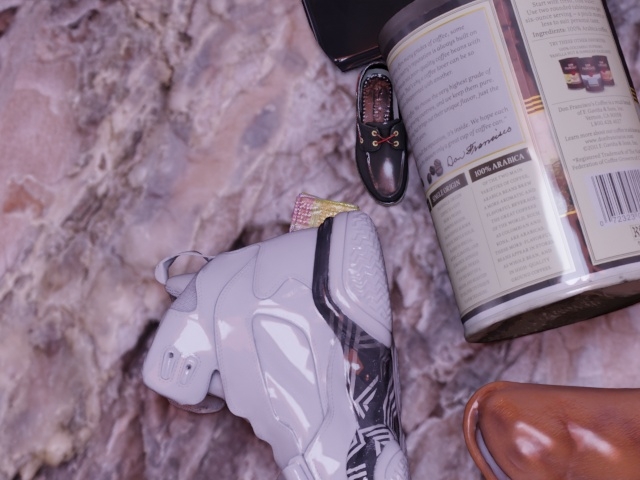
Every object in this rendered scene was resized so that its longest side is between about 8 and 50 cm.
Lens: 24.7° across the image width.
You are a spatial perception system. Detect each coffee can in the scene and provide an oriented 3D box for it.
[{"bbox_3d":[0.180,-0.072,1.244,0.201,0.201,0.275,-15,78,-1],"label":"coffee can"}]

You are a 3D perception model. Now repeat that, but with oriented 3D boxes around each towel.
[{"bbox_3d":[0.000,0.000,1.334,0.060,0.009,0.083,11,80,4],"label":"towel"}]

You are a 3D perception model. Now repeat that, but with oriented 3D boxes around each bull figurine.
[{"bbox_3d":[0.274,0.195,1.235,0.310,0.101,0.189,2,80,2],"label":"bull figurine"}]

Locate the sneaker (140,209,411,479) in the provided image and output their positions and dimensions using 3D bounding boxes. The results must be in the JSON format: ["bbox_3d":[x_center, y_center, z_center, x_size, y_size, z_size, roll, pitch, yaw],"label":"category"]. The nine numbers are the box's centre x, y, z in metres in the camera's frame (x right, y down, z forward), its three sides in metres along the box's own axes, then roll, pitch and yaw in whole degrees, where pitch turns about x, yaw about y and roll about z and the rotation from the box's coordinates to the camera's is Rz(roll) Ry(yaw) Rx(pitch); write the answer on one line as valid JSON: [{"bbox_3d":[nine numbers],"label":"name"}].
[{"bbox_3d":[-0.033,0.162,1.242,0.210,0.137,0.366,-7,76,4],"label":"sneaker"}]

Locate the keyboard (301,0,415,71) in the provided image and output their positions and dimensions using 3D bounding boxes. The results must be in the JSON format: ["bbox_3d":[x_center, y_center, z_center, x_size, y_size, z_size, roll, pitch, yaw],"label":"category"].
[{"bbox_3d":[0.123,-0.296,1.351,0.317,0.033,0.202,-19,80,10],"label":"keyboard"}]

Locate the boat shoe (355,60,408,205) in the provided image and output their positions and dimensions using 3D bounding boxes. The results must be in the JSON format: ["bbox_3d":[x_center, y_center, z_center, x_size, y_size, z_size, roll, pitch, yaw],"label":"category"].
[{"bbox_3d":[0.055,-0.099,1.337,0.048,0.042,0.133,-4,79,0],"label":"boat shoe"}]
